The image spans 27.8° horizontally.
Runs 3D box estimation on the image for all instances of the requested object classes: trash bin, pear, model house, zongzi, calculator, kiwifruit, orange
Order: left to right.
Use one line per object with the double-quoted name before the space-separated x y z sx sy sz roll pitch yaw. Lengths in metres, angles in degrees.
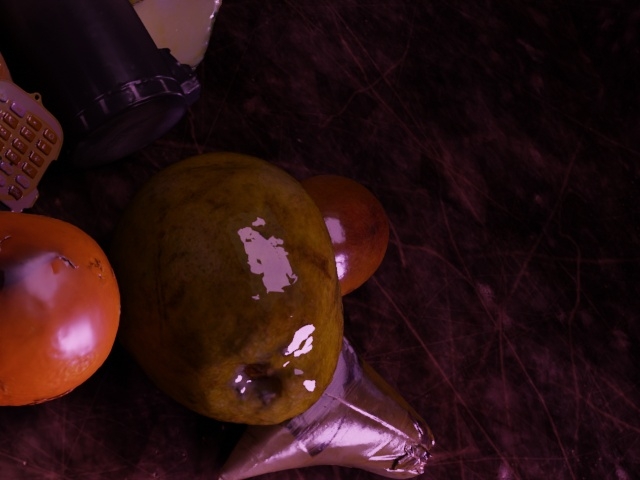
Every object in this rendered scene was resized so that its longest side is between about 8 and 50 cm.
"calculator" -0.440 -0.103 1.729 0.157 0.033 0.236 42 65 -31
"orange" -0.365 0.078 1.576 0.246 0.246 0.246 26 46 -30
"trash bin" -0.351 -0.283 1.900 0.252 0.203 0.301 -28 80 -15
"model house" -0.307 -0.386 2.105 0.211 0.170 0.194 39 36 28
"pear" -0.130 0.060 1.756 0.352 0.352 0.413 21 28 -33
"kiwifruit" 0.000 0.000 2.046 0.196 0.196 0.234 50 36 -3
"zongzi" 0.012 0.315 1.887 0.274 0.145 0.300 46 56 -17

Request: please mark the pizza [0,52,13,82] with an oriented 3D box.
"pizza" -0.535 -0.220 1.762 0.228 0.081 0.289 -31 92 -47
